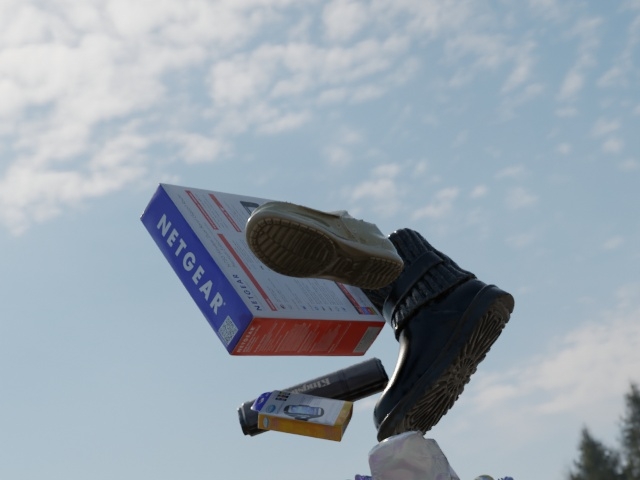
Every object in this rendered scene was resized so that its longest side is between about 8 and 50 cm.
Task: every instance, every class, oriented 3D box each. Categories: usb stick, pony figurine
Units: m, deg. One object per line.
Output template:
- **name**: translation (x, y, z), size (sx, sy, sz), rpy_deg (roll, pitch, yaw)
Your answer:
- **usb stick**: translation (-0.012, 0.279, 1.844), size (0.278, 0.077, 0.045), rpy_deg (-19, -52, -1)
- **pony figurine**: translation (0.134, 0.412, 1.412), size (0.363, 0.303, 0.351), rpy_deg (0, -13, -42)

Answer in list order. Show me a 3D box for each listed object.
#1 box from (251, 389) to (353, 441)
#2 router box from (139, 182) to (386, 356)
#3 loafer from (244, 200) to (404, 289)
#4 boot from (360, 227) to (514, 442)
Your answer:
- **box**: translation (-0.027, 0.246, 1.459), size (0.136, 0.028, 0.081), rpy_deg (6, 18, 13)
- **router box**: translation (-0.097, 0.049, 1.718), size (0.301, 0.335, 0.082), rpy_deg (7, -56, -45)
- **loafer**: translation (0.000, 0.000, 1.501), size (0.268, 0.092, 0.102), rpy_deg (21, -55, -35)
- **boot**: translation (0.143, 0.166, 1.785), size (0.348, 0.260, 0.131), rpy_deg (-51, -35, -11)
